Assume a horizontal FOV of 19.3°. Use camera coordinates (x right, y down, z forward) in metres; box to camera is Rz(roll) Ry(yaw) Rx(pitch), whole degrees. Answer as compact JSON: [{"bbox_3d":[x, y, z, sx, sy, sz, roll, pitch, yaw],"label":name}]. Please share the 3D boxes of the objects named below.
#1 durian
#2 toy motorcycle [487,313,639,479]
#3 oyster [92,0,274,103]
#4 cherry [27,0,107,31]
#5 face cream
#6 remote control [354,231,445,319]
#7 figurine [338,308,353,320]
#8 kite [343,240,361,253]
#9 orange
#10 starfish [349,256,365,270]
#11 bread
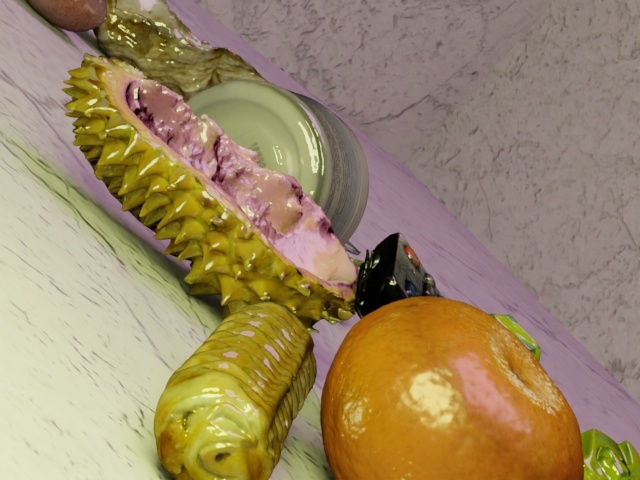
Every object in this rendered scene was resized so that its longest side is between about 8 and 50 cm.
[{"bbox_3d":[-0.095,-0.014,1.589,0.341,0.112,0.191,39,22,-27],"label":"durian"},{"bbox_3d":[0.234,0.219,1.874,0.342,0.142,0.206,45,6,6],"label":"toy motorcycle"},{"bbox_3d":[-0.182,-0.228,2.411,0.341,0.110,0.166,36,4,-26],"label":"oyster"},{"bbox_3d":[-0.313,-0.305,2.242,0.126,0.087,0.106,65,8,20],"label":"cherry"},{"bbox_3d":[-0.055,-0.061,1.811,0.177,0.177,0.153,44,9,16],"label":"face cream"},{"bbox_3d":[0.147,0.176,1.609,0.399,0.062,0.144,56,14,-13],"label":"remote control"},{"bbox_3d":[0.013,0.057,2.053,0.083,0.047,0.051,47,20,-21],"label":"figurine"},{"bbox_3d":[-0.014,-0.032,2.520,0.169,0.015,0.310,43,7,0],"label":"kite"},{"bbox_3d":[0.091,0.147,1.407,0.224,0.170,0.224,40,18,-16],"label":"orange"},{"bbox_3d":[-0.001,0.002,2.103,0.223,0.050,0.217,21,-35,24],"label":"starfish"},{"bbox_3d":[-0.051,0.102,1.269,0.077,0.084,0.367,3,7,5],"label":"bread"}]
